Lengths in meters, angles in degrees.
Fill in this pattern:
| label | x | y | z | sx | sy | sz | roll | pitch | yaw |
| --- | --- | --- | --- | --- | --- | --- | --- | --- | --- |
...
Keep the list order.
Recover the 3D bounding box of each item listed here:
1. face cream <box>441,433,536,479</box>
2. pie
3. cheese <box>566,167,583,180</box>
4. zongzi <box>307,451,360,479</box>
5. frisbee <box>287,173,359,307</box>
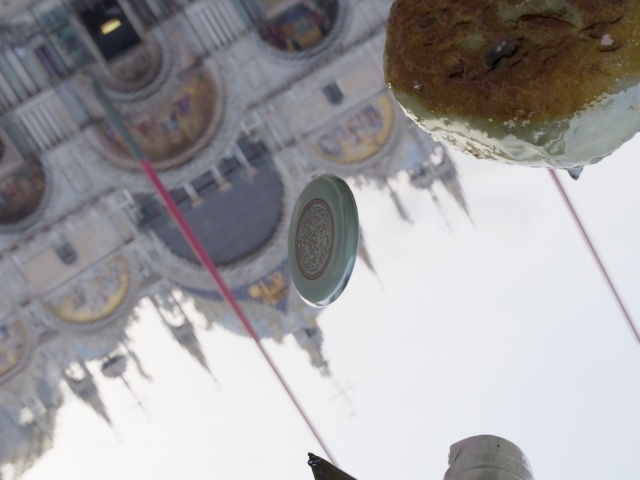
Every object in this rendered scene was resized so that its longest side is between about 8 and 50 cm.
| label | x | y | z | sx | sy | sz | roll | pitch | yaw |
| --- | --- | --- | --- | --- | --- | --- | --- | --- | --- |
| face cream | 0.125 | 0.266 | 0.851 | 0.102 | 0.102 | 0.345 | -24 | -166 | 21 |
| pie | 0.209 | -0.219 | 1.089 | 0.315 | 0.315 | 0.092 | -24 | 160 | 23 |
| cheese | 0.304 | -0.267 | 1.338 | 0.034 | 0.400 | 0.085 | -4 | -151 | 3 |
| zongzi | 0.113 | 0.319 | 1.153 | 0.221 | 0.242 | 0.112 | -8 | -161 | 27 |
| frisbee | 0.000 | 0.000 | 0.894 | 0.014 | 0.110 | 0.110 | 6 | 178 | -27 |
